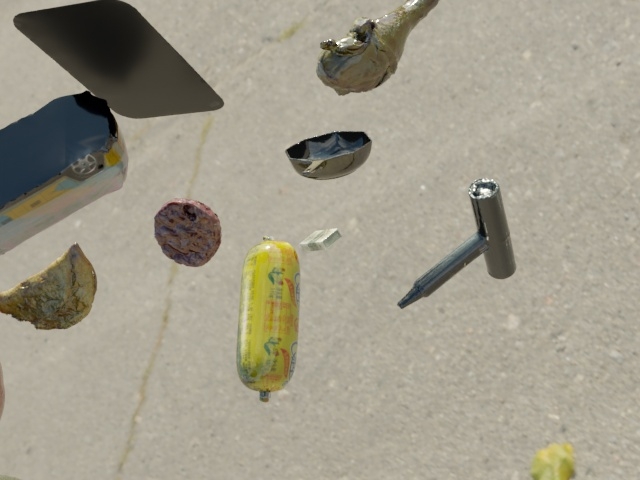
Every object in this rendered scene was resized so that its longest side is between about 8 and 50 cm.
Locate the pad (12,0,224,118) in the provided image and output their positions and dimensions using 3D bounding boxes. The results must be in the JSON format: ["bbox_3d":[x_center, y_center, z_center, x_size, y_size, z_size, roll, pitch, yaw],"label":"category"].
[{"bbox_3d":[-0.379,-0.337,1.722,0.315,0.375,0.063,-3,67,21],"label":"pad"}]

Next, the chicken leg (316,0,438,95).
[{"bbox_3d":[0.138,-0.430,2.074,0.361,0.140,0.211,-36,-11,-25],"label":"chicken leg"}]

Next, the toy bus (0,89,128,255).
[{"bbox_3d":[-0.534,-0.115,1.758,0.386,0.162,0.171,-30,67,-3],"label":"toy bus"}]

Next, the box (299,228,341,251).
[{"bbox_3d":[0.000,0.000,2.014,0.054,0.024,0.083,-37,17,-30],"label":"box"}]

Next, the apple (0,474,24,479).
[{"bbox_3d":[-0.521,0.532,1.382,0.312,0.320,0.360,-8,79,54],"label":"apple"}]

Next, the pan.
[{"bbox_3d":[-0.006,-0.111,1.401,0.128,0.048,0.202,3,24,37],"label":"pan"}]

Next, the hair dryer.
[{"bbox_3d":[0.186,0.021,1.363,0.195,0.173,0.050,-30,41,-10],"label":"hair dryer"}]

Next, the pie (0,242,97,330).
[{"bbox_3d":[-0.335,0.069,1.184,0.170,0.092,0.034,-25,19,28],"label":"pie"}]

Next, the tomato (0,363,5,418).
[{"bbox_3d":[-0.484,0.192,1.180,0.151,0.187,0.187,120,165,-60],"label":"tomato"}]

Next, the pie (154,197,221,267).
[{"bbox_3d":[-0.266,-0.017,1.906,0.154,0.153,0.038,-33,18,29],"label":"pie"}]

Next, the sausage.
[{"bbox_3d":[-0.103,0.151,1.901,0.123,0.123,0.347,-18,63,43],"label":"sausage"}]
